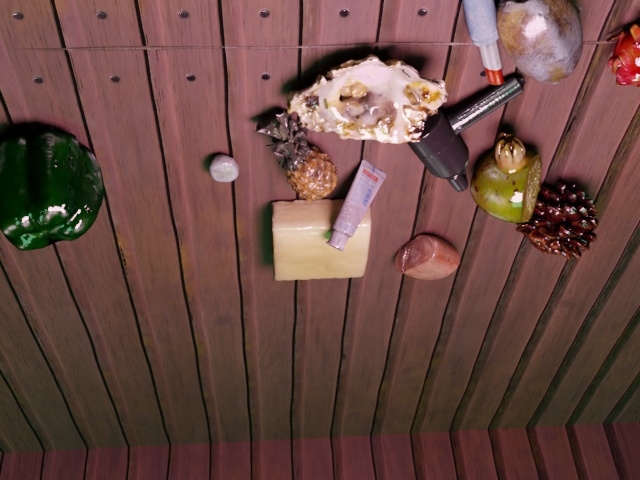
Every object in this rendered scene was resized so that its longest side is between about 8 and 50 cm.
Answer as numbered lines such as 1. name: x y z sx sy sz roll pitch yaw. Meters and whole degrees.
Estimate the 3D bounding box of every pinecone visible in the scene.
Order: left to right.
1. pinecone: 0.635 -0.059 2.087 0.221 0.221 0.221 -3 142 -2

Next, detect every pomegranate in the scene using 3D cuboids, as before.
1. pomegranate: 0.449 -0.149 1.951 0.159 0.190 0.241 13 174 23

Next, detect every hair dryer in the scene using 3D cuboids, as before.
1. hair dryer: 0.370 -0.268 1.878 0.302 0.116 0.244 -30 138 18

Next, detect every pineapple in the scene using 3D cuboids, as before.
1. pineapple: -0.060 -0.206 1.890 0.128 0.128 0.248 -23 133 21

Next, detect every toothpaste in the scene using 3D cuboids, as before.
1. toothpaste: 0.089 -0.086 2.005 0.089 0.057 0.234 30 86 -35

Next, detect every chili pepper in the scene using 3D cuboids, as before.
1. chili pepper: -0.651 -0.116 1.829 0.248 0.257 0.233 -16 152 12

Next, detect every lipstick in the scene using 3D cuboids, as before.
1. lipstick: 0.354 -0.437 1.682 0.068 0.061 0.274 -24 139 5

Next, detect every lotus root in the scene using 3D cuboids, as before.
1. lotus root: 0.476 -0.414 1.652 0.158 0.140 0.322 -42 140 6

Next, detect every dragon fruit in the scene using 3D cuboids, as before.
1. dragon fruit: 0.699 -0.406 1.706 0.136 0.133 0.166 -3 132 -17

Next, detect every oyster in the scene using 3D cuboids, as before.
1. oyster: 0.101 -0.324 1.752 0.354 0.107 0.201 4 132 1

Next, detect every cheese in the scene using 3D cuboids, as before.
1. cheese: 0.000 0.000 2.148 0.265 0.124 0.242 -2 145 -3

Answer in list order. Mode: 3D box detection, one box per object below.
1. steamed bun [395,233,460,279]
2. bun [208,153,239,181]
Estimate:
1. steamed bun: 0.311 0.051 2.265 0.145 0.106 0.175 18 150 -34
2. bun: -0.240 -0.181 1.952 0.083 0.045 0.083 -4 145 -3
